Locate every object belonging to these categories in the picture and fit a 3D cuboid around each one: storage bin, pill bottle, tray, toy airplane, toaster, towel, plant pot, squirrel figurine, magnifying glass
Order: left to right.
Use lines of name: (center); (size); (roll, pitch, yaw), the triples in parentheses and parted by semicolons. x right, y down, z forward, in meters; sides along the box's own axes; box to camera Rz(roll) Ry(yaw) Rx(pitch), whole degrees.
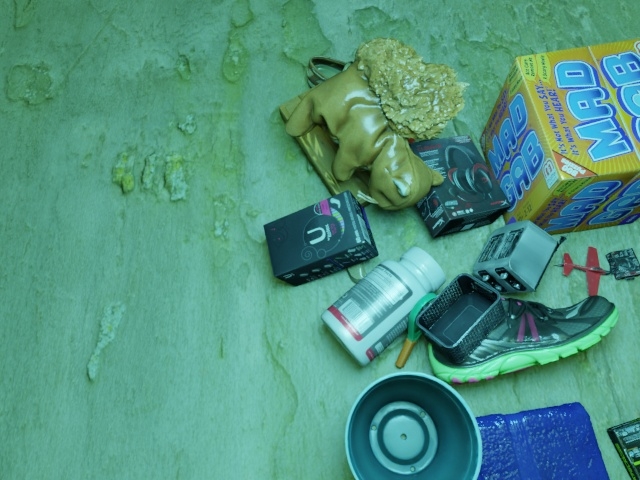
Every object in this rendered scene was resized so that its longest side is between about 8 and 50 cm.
tray: (0.060, -0.297, 1.384); (0.203, 0.076, 0.411); (-31, 78, -6)
pill bottle: (0.172, 0.163, 1.164); (0.318, 0.176, 0.176); (-39, 70, -9)
squirrel figurine: (0.175, -0.280, 1.124); (0.281, 0.397, 0.370); (-13, 65, -47)
plant pot: (0.199, 0.450, 1.003); (0.272, 0.255, 0.271); (-2, 68, 6)
magnifying glass: (0.242, 0.231, 1.127); (0.092, 0.231, 0.026); (-5, 32, -38)
storage bin: (0.334, 0.182, 1.052); (0.180, 0.084, 0.122); (-43, 42, -9)
toaster: (0.518, 0.043, 1.169); (0.110, 0.168, 0.185); (36, 75, -7)
towel: (0.498, 0.520, 1.047); (0.308, 0.076, 0.227); (-10, 75, 2)
toy airplane: (0.729, 0.075, 1.218); (0.151, 0.028, 0.151); (-2, 66, 5)

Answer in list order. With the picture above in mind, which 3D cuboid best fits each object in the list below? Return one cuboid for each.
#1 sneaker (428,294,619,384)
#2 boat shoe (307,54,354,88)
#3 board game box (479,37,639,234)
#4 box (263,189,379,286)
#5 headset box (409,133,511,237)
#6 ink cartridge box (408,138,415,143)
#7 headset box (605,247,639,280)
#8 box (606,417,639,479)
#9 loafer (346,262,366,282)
sneaker: (0.502, 0.213, 1.105); (0.483, 0.185, 0.202); (-16, 71, -1)
boat shoe: (0.096, -0.533, 1.481); (0.324, 0.120, 0.122); (20, 72, 14)
board game box: (0.687, -0.249, 1.174); (0.356, 0.356, 0.356); (-9, 68, 1)
box: (0.000, 0.000, 1.230); (0.270, 0.143, 0.165); (-22, 66, 16)
headset box: (0.373, -0.175, 1.281); (0.218, 0.110, 0.293); (-12, 66, -20)
ink cartridge box: (0.277, -0.453, 1.421); (0.225, 0.056, 0.181); (44, 79, -3)
headset box: (0.833, 0.068, 1.207); (0.062, 0.032, 0.083); (-12, 68, 2)
box: (0.810, 0.506, 1.029); (0.191, 0.045, 0.184); (-18, 70, -2)
loafer: (0.095, 0.053, 1.284); (0.056, 0.050, 0.148); (-19, 67, -1)
